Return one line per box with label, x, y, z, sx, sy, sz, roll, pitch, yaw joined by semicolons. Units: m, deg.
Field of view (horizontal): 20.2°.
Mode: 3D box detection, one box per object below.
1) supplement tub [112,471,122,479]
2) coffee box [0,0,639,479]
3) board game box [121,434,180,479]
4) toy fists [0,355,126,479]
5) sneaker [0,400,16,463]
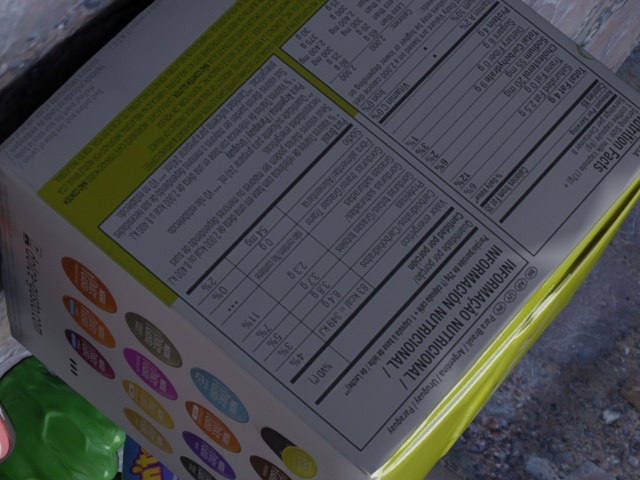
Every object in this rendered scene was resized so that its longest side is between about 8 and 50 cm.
supplement tub;-0.261;0.348;1.866;0.235;0.235;0.325;-45;168;-4
coffee box;0.000;0.000;1.316;0.338;0.334;0.337;-47;169;-21
board game box;-0.126;0.259;1.730;0.078;0.347;0.233;-6;141;6
toy fists;-0.291;0.245;1.650;0.279;0.142;0.096;-47;168;7
sneaker;-0.297;0.095;1.183;0.136;0.116;0.314;-32;158;-13
